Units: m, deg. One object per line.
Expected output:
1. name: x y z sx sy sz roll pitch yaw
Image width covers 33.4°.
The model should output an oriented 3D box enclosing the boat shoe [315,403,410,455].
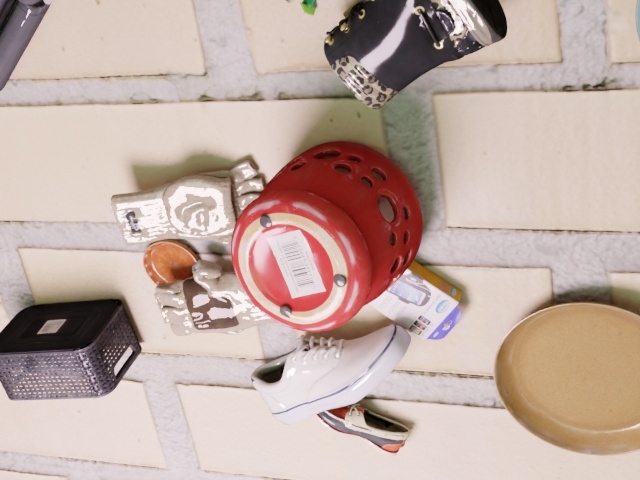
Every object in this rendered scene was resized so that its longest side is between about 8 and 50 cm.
1. boat shoe: 0.055 0.246 1.452 0.137 0.049 0.043 27 123 -2

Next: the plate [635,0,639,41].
1. plate: 0.404 -0.219 1.038 0.188 0.024 0.188 9 124 13

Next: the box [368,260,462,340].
1. box: 0.111 0.067 1.329 0.136 0.028 0.081 33 127 -6

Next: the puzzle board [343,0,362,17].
1. puzzle board: 0.101 -0.245 1.140 0.128 0.011 0.096 -35 104 33

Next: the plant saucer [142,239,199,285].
1. plant saucer: -0.197 0.034 1.427 0.084 0.013 0.083 10 125 14

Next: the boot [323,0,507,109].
1. boot: 0.056 -0.258 1.089 0.179 0.085 0.236 -31 107 35

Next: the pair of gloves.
1. pair of gloves: -0.137 0.020 1.370 0.204 0.042 0.240 -13 117 17

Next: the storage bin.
1. storage bin: -0.359 0.153 1.495 0.180 0.122 0.084 -4 120 22

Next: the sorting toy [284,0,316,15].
1. sorting toy: -0.025 -0.285 1.157 0.062 0.012 0.083 -35 105 33

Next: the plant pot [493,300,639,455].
1. plant pot: 0.333 0.166 1.309 0.236 0.032 0.236 10 125 15

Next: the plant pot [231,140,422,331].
1. plant pot: 0.000 0.000 1.219 0.191 0.174 0.191 12 117 24

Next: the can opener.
1. can opener: -0.366 -0.272 1.238 0.076 0.095 0.283 38 126 -6

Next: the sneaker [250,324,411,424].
1. sneaker: 0.004 0.165 1.385 0.091 0.094 0.258 45 128 -16
